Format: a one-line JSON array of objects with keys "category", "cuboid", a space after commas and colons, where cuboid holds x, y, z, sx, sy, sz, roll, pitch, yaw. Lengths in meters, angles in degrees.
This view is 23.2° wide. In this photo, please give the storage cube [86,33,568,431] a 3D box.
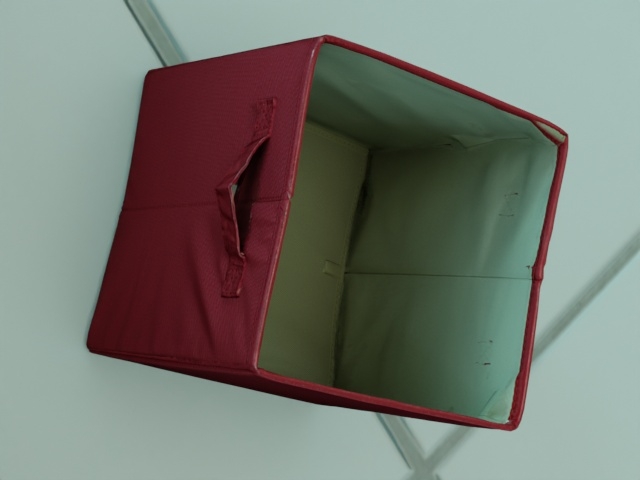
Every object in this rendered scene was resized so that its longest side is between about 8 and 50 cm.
[{"category": "storage cube", "cuboid": [0.000, 0.000, 0.915, 0.215, 0.193, 0.184, 16, 80, -34]}]
